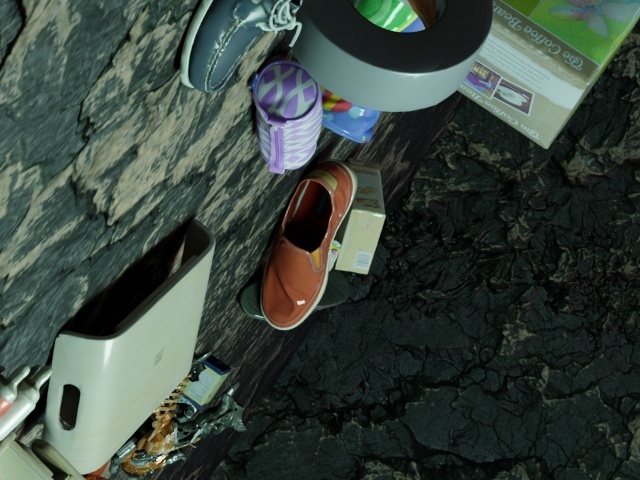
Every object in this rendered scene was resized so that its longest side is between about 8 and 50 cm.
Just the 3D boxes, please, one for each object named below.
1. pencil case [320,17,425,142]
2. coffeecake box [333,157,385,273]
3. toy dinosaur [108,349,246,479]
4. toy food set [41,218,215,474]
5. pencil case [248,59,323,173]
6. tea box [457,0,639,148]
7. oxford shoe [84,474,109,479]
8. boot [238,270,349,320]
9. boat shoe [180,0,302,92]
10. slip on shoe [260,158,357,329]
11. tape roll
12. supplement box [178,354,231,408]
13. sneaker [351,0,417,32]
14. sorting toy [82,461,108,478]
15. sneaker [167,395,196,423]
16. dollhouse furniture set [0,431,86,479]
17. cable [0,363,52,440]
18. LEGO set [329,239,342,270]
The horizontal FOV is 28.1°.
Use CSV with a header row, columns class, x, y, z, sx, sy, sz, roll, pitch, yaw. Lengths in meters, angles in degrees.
class,x,y,z,sx,sy,sz,roll,pitch,yaw
pencil case,0.092,-0.276,1.773,0.306,0.119,0.133,-57,149,7
coffeecake box,0.072,-0.049,2.473,0.185,0.068,0.142,-93,-165,-54
toy dinosaur,-0.243,0.295,2.072,0.218,0.164,0.322,-32,-178,-32
toy food set,-0.241,0.126,1.600,0.306,0.092,0.220,-48,158,-53
pencil case,-0.041,-0.151,1.586,0.206,0.086,0.088,87,13,-77
tea box,0.320,-0.382,1.964,0.323,0.329,0.220,-53,173,-22
oxford shoe,-0.363,0.393,1.693,0.133,0.130,0.363,-42,159,4
boot,-0.084,0.116,2.438,0.236,0.085,0.178,-8,175,-35
boat shoe,-0.045,-0.240,1.201,0.254,0.079,0.095,-58,173,13
slip on shoe,-0.035,0.012,2.237,0.101,0.123,0.331,-26,142,-60
tape roll,0.073,-0.248,1.388,0.219,0.219,0.072,-51,173,-32
supplement box,-0.218,0.261,2.385,0.083,0.056,0.083,-56,173,4
sneaker,0.102,-0.377,1.580,0.123,0.109,0.295,-5,137,-47
sorting toy,-0.411,0.425,1.913,0.307,0.041,0.229,-58,172,17
sneaker,-0.267,0.316,2.300,0.076,0.065,0.166,-50,170,-15
dollhouse furniture set,-0.363,0.301,1.390,0.242,0.161,0.212,-14,-148,53
cable,-0.363,0.222,1.196,0.287,0.072,0.139,-55,176,-8
LEGO set,0.000,0.000,2.448,0.132,0.107,0.287,-54,172,-15
